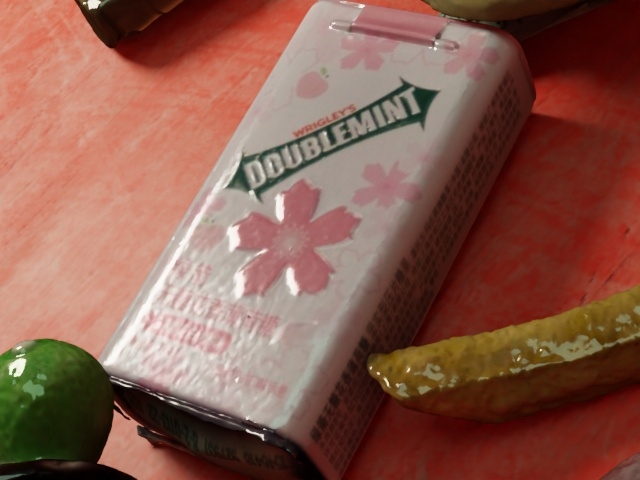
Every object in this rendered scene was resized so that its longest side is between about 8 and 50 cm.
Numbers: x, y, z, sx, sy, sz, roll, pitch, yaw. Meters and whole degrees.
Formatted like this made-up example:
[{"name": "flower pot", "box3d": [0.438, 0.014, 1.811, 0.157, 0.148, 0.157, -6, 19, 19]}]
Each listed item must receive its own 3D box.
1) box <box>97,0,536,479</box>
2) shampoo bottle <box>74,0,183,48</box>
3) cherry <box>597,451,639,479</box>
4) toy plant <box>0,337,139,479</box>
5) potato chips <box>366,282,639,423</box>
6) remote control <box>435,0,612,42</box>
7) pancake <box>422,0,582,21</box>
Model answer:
[{"name": "box", "box3d": [0.000, 0.000, 1.105, 0.190, 0.112, 0.369, 15, 65, 32]}, {"name": "shampoo bottle", "box3d": [-0.074, -0.306, 1.380, 0.350, 0.084, 0.125, -41, 47, -9]}, {"name": "cherry", "box3d": [0.159, 0.193, 0.886, 0.188, 0.115, 0.148, -3, 73, 28]}, {"name": "toy plant", "box3d": [-0.197, 0.182, 1.008, 0.218, 0.175, 0.235, -52, 38, 45]}, {"name": "potato chips", "box3d": [0.233, 0.039, 0.992, 0.407, 0.080, 0.057, -23, 35, 5]}, {"name": "remote control", "box3d": [0.191, -0.204, 1.212, 0.256, 0.045, 0.097, -26, 37, 8]}, {"name": "pancake", "box3d": [0.188, -0.256, 1.180, 0.294, 0.049, 0.294, -17, 26, 9]}]
